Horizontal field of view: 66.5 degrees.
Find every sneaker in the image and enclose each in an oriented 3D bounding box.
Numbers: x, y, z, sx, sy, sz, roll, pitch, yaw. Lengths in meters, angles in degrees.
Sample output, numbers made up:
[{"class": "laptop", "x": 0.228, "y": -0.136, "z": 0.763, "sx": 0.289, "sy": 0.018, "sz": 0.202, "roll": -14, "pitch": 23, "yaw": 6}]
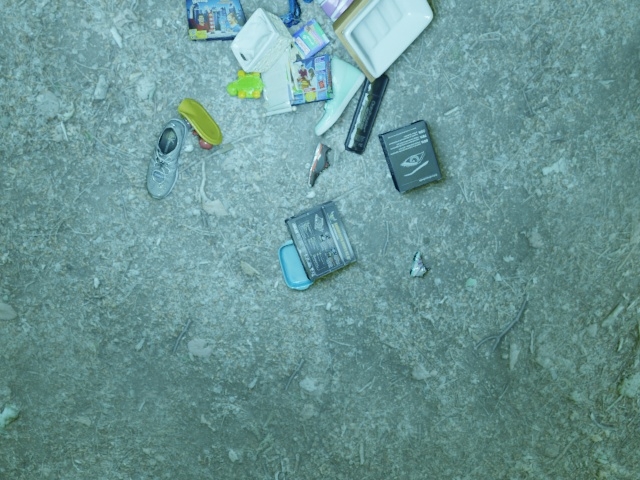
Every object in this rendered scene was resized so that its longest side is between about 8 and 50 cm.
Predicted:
[{"class": "sneaker", "x": 0.018, "y": -0.480, "z": 1.610, "sx": 0.151, "sy": 0.094, "sz": 0.256, "roll": 33, "pitch": 91, "yaw": -12}, {"class": "sneaker", "x": -0.532, "y": -0.277, "z": 1.642, "sx": 0.105, "sy": 0.115, "sz": 0.281, "roll": 16, "pitch": 102, "yaw": -4}, {"class": "sneaker", "x": -0.002, "y": -0.254, "z": 1.680, "sx": 0.064, "sy": 0.061, "sz": 0.158, "roll": 15, "pitch": 102, "yaw": -10}, {"class": "sneaker", "x": 0.367, "y": 0.088, "z": 1.767, "sx": 0.069, "sy": 0.038, "sz": 0.098, "roll": 10, "pitch": 112, "yaw": -4}, {"class": "sneaker", "x": 0.142, "y": -0.798, "z": 1.548, "sx": 0.282, "sy": 0.102, "sz": 0.161, "roll": -39, "pitch": 105, "yaw": 16}]

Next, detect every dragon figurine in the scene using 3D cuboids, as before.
[{"class": "dragon figurine", "x": -0.039, "y": -0.808, "z": 1.542, "sx": 0.289, "sy": 0.085, "sz": 0.144, "roll": -38, "pitch": 102, "yaw": 12}]

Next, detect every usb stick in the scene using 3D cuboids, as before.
[{"class": "usb stick", "x": 0.153, "y": -0.432, "z": 1.648, "sx": 0.077, "sy": 0.045, "sz": 0.278, "roll": 16, "pitch": 102, "yaw": -11}]

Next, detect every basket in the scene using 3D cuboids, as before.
[{"class": "basket", "x": -0.182, "y": -0.621, "z": 1.535, "sx": 0.167, "sy": 0.103, "sz": 0.113, "roll": -38, "pitch": 74, "yaw": 35}]

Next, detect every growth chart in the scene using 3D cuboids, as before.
[{"class": "growth chart", "x": -0.134, "y": -0.528, "z": 1.593, "sx": 0.172, "sy": 0.021, "sz": 0.237, "roll": 6, "pitch": 103, "yaw": 35}]

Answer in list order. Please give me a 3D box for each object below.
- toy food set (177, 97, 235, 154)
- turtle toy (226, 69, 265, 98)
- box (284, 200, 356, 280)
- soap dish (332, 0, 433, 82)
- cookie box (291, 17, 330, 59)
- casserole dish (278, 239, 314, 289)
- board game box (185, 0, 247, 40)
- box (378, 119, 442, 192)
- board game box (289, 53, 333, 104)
[{"class": "toy food set", "x": -0.399, "y": -0.364, "z": 1.629, "sx": 0.071, "sy": 0.128, "sz": 0.218, "roll": -30, "pitch": 106, "yaw": 27}, {"class": "turtle toy", "x": -0.248, "y": -0.508, "z": 1.617, "sx": 0.130, "sy": 0.066, "sz": 0.095, "roll": -1, "pitch": 84, "yaw": 3}, {"class": "box", "x": 0.000, "y": 0.000, "z": 1.712, "sx": 0.183, "sy": 0.056, "sz": 0.231, "roll": -25, "pitch": 102, "yaw": -12}, {"class": "soap dish", "x": 0.189, "y": -0.678, "z": 1.509, "sx": 0.291, "sy": 0.118, "sz": 0.229, "roll": -47, "pitch": 136, "yaw": 5}, {"class": "cookie box", "x": -0.038, "y": -0.653, "z": 1.600, "sx": 0.107, "sy": 0.040, "sz": 0.092, "roll": -37, "pitch": 101, "yaw": 8}, {"class": "casserole dish", "x": -0.084, "y": 0.085, "z": 1.763, "sx": 0.114, "sy": 0.037, "sz": 0.188, "roll": -13, "pitch": 103, "yaw": 2}, {"class": "board game box", "x": -0.328, "y": -0.749, "z": 1.569, "sx": 0.194, "sy": 0.060, "sz": 0.194, "roll": -3, "pitch": 101, "yaw": 1}, {"class": "box", "x": 0.301, "y": -0.283, "z": 1.647, "sx": 0.153, "sy": 0.108, "sz": 0.207, "roll": -18, "pitch": 102, "yaw": 3}, {"class": "board game box", "x": -0.055, "y": -0.512, "z": 1.575, "sx": 0.201, "sy": 0.035, "sz": 0.136, "roll": 3, "pitch": 102, "yaw": 36}]
